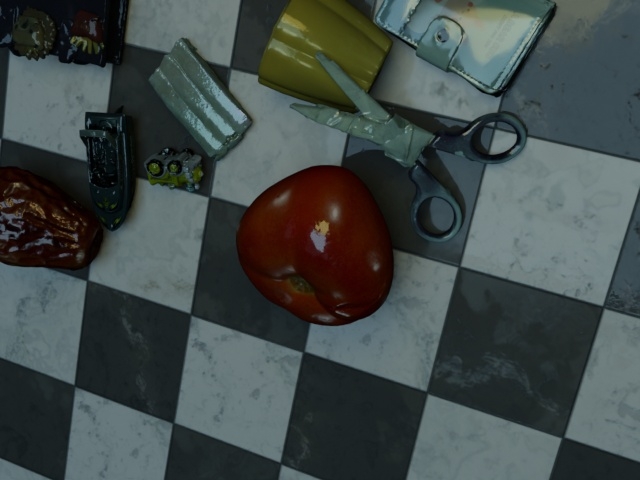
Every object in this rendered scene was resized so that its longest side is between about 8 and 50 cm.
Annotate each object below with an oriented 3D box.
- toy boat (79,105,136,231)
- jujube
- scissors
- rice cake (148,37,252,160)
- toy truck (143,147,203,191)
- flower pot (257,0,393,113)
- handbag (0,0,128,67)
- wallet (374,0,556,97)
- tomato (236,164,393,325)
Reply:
[{"bbox_3d":[-0.414,-0.137,1.520,0.093,0.103,0.246,6,106,17],"label":"toy boat"},{"bbox_3d":[-0.586,-0.041,1.558,0.290,0.197,0.197,22,108,-1],"label":"jujube"},{"bbox_3d":[0.131,-0.171,1.266,0.383,0.029,0.256,30,111,-18],"label":"scissors"},{"bbox_3d":[-0.224,-0.263,1.458,0.211,0.038,0.124,46,111,5],"label":"rice cake"},{"bbox_3d":[-0.276,-0.131,1.490,0.111,0.076,0.077,5,120,17],"label":"toy truck"},{"bbox_3d":[0.014,-0.310,1.294,0.179,0.195,0.195,28,109,-2],"label":"flower pot"},{"bbox_3d":[-0.513,-0.499,1.471,0.303,0.122,0.329,16,107,15],"label":"handbag"},{"bbox_3d":[0.228,-0.362,1.260,0.250,0.075,0.176,33,105,11],"label":"wallet"},{"bbox_3d":[0.000,0.000,1.320,0.298,0.226,0.298,22,151,13],"label":"tomato"}]
